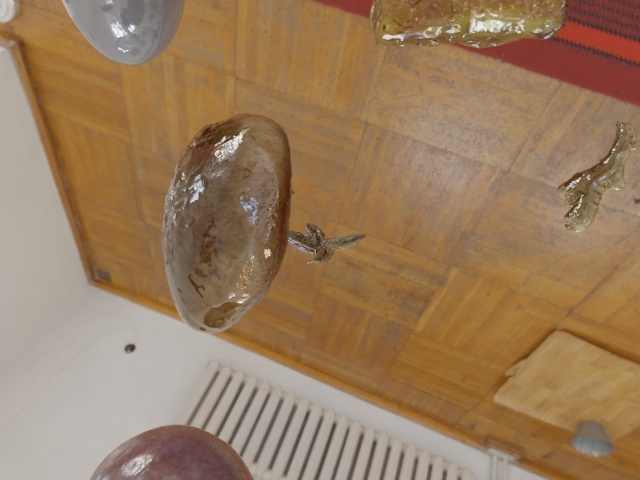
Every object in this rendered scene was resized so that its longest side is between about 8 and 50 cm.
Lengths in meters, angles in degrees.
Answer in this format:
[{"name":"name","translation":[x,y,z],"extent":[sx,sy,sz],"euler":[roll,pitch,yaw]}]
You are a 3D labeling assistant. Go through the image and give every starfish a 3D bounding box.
[{"name":"starfish","translation":[-0.002,0.008,0.978],"extent":[0.238,0.213,0.056],"euler":[4,112,-20]}]

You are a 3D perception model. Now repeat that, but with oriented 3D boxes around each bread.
[{"name":"bread","translation":[0.256,-0.442,0.783],"extent":[0.344,0.148,0.195],"euler":[4,123,13]}]

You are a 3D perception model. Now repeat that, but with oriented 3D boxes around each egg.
[{"name":"egg","translation":[-0.286,-0.373,0.646],"extent":[0.176,0.176,0.231],"euler":[21,138,6]}]

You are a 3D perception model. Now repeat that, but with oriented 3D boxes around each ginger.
[{"name":"ginger","translation":[0.758,-0.170,1.221],"extent":[0.081,0.148,0.333],"euler":[34,96,-24]}]

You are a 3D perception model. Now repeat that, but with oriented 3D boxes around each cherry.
[{"name":"cherry","translation":[-0.182,0.370,0.566],"extent":[0.307,0.221,0.261],"euler":[128,125,-68]}]

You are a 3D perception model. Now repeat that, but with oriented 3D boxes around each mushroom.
[{"name":"mushroom","translation":[-0.123,-0.028,0.557],"extent":[0.146,0.278,0.278],"euler":[9,147,-33]}]
